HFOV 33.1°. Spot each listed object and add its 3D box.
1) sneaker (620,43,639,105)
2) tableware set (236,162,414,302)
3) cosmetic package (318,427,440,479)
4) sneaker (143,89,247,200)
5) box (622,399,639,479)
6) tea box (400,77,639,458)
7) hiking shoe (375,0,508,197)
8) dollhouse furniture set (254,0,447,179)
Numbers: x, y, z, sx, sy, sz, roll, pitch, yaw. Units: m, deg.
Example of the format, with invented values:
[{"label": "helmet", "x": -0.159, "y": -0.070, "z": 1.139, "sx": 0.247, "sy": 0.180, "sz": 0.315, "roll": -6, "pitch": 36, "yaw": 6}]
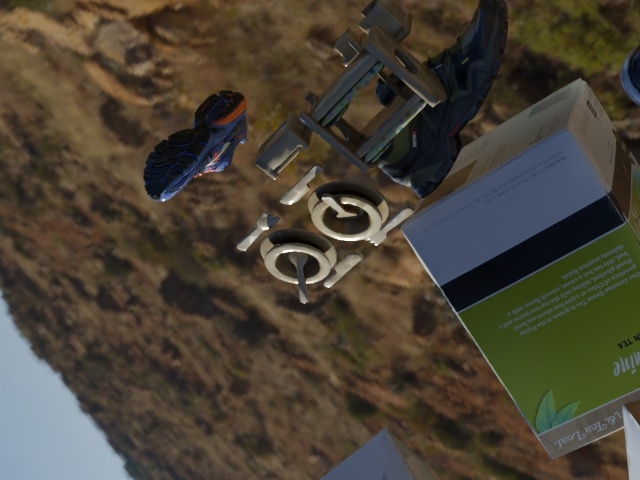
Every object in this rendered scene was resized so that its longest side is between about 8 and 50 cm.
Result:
[{"label": "sneaker", "x": 0.369, "y": -0.116, "z": 0.899, "sx": 0.217, "sy": 0.079, "sz": 0.121, "roll": 24, "pitch": 166, "yaw": -3}, {"label": "tableware set", "x": 0.000, "y": 0.000, "z": 1.169, "sx": 0.128, "sy": 0.039, "sz": 0.194, "roll": 24, "pitch": 142, "yaw": -20}, {"label": "cosmetic package", "x": 0.030, "y": 0.371, "z": 0.834, "sx": 0.097, "sy": 0.284, "sz": 0.377, "roll": 44, "pitch": -172, "yaw": -36}, {"label": "sneaker", "x": -0.170, "y": -0.125, "z": 1.565, "sx": 0.083, "sy": 0.221, "sz": 0.087, "roll": 15, "pitch": 139, "yaw": 36}, {"label": "box", "x": 0.360, "y": 0.186, "z": 0.902, "sx": 0.130, "sy": 0.170, "sz": 0.091, "roll": -110, "pitch": 8, "yaw": -69}, {"label": "tea box", "x": 0.296, "y": 0.019, "z": 1.280, "sx": 0.323, "sy": 0.220, "sz": 0.329, "roll": 57, "pitch": -157, "yaw": -7}, {"label": "hiking shoe", "x": 0.118, "y": -0.163, "z": 1.142, "sx": 0.114, "sy": 0.227, "sz": 0.086, "roll": 25, "pitch": -168, "yaw": 4}, {"label": "dollhouse furniture set", "x": 0.037, "y": -0.146, "z": 1.147, "sx": 0.101, "sy": 0.182, "sz": 0.161, "roll": 38, "pitch": -151, "yaw": -15}]
